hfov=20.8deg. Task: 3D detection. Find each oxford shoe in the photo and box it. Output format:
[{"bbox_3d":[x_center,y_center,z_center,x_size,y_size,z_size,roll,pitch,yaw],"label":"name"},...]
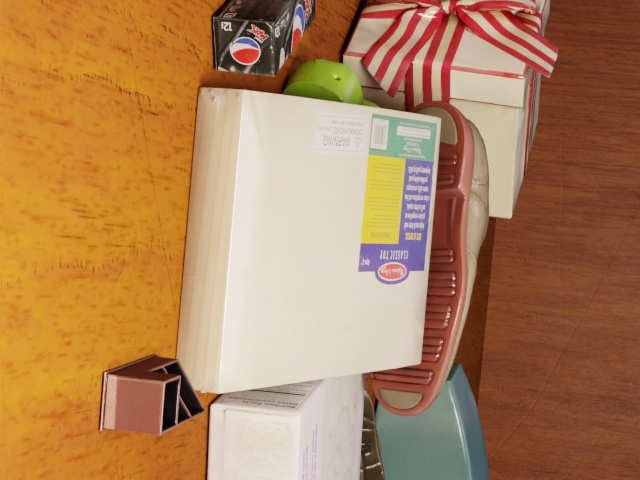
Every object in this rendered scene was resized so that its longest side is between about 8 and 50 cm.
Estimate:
[{"bbox_3d":[0.138,0.027,1.945,0.130,0.123,0.348,19,80,-56],"label":"oxford shoe"}]

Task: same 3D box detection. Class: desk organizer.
[{"bbox_3d":[-0.132,0.124,1.411,0.130,0.050,0.047,-13,108,-77],"label":"desk organizer"}]

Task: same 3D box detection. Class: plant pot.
[{"bbox_3d":[0.160,0.311,2.624,0.166,0.165,0.234,-43,130,-72],"label":"plant pot"}]

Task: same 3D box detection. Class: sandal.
[{"bbox_3d":[0.032,0.274,2.227,0.060,0.090,0.219,-117,-160,-71],"label":"sandal"}]

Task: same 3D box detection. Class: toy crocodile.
[{"bbox_3d":[0.015,-0.054,1.936,0.340,0.105,0.115,88,15,-50],"label":"toy crocodile"}]

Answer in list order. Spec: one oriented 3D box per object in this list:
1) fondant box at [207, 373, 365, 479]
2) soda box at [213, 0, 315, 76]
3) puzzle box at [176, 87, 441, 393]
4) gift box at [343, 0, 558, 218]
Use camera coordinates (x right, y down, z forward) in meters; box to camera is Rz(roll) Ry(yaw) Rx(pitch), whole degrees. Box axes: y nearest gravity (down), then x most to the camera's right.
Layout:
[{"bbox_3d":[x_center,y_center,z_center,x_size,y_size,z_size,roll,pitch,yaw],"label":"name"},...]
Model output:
[{"bbox_3d":[-0.032,0.245,1.831,0.330,0.096,0.238,-37,131,-72],"label":"fondant box"},{"bbox_3d":[-0.049,-0.208,1.624,0.169,0.060,0.053,-63,156,-60],"label":"soda box"},{"bbox_3d":[0.000,0.000,1.700,0.409,0.052,0.272,1,94,-61],"label":"puzzle box"},{"bbox_3d":[0.166,-0.191,2.186,0.276,0.255,0.258,-75,167,-51],"label":"gift box"}]
